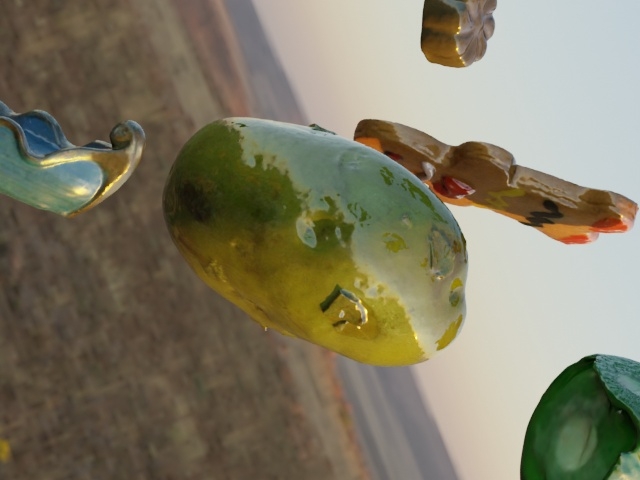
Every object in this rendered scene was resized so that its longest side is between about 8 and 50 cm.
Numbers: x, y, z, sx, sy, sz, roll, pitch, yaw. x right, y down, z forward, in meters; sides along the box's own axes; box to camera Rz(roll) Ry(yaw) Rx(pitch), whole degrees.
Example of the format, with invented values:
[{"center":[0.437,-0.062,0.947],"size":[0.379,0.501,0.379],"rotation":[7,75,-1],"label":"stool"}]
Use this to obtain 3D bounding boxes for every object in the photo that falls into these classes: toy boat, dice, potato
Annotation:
[{"center":[-0.204,-0.081,1.035],"size":[0.185,0.077,0.075],"rotation":[30,15,9],"label":"toy boat"},{"center":[0.247,0.177,1.297],"size":[0.128,0.120,0.131],"rotation":[-64,-155,19],"label":"dice"},{"center":[0.000,0.000,1.216],"size":[0.253,0.148,0.186],"rotation":[35,-14,3],"label":"potato"}]

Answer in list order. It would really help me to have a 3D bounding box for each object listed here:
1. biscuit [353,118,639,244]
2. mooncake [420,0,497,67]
[{"center":[0.144,-0.047,1.409],"size":[0.165,0.250,0.036],"rotation":[142,-32,-75],"label":"biscuit"},{"center":[0.099,-0.238,0.840],"size":[0.346,0.057,0.150],"rotation":[92,23,-61],"label":"mooncake"}]
